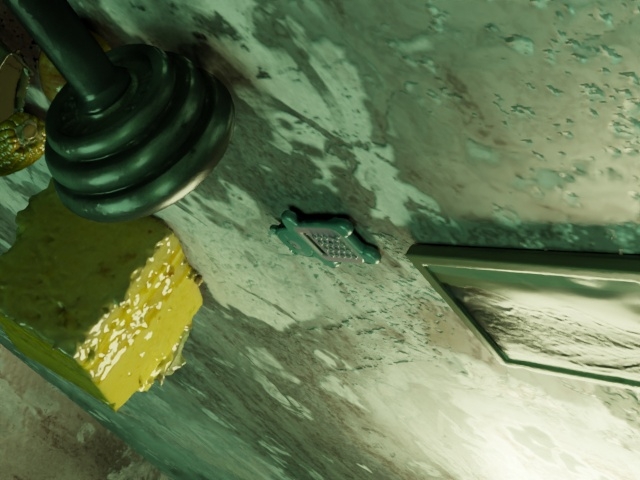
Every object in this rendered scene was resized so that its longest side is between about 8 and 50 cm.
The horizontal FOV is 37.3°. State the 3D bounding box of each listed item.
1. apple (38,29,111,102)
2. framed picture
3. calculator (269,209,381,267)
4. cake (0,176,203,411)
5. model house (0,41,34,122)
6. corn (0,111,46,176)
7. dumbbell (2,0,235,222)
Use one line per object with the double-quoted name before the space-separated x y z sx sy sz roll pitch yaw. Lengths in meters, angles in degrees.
"apple" -0.233 -0.164 0.922 0.071 0.084 0.084 2 152 3
"framed picture" 0.222 0.073 0.858 0.265 0.018 0.192 2 143 51
"calculator" 0.000 0.000 1.009 0.141 0.019 0.094 2 144 51
"cake" -0.318 0.091 1.362 0.227 0.222 0.286 27 156 22
"model house" -0.424 -0.211 0.970 0.211 0.204 0.243 38 140 -4
"corn" -0.405 -0.123 1.249 0.068 0.068 0.207 42 156 -19
"dumbbell" -0.214 -0.174 0.748 0.179 0.179 0.406 15 151 39
